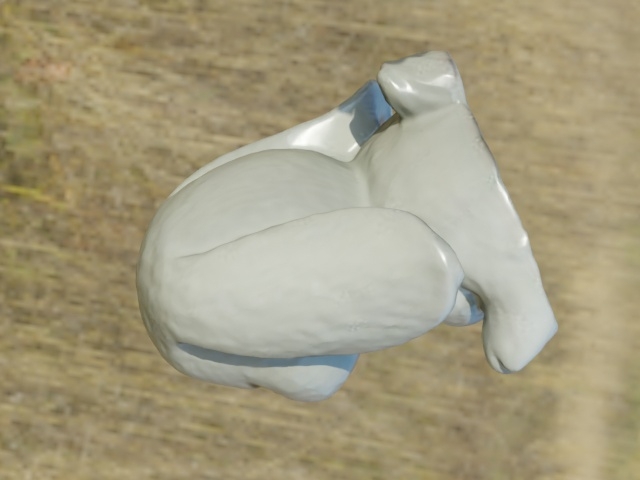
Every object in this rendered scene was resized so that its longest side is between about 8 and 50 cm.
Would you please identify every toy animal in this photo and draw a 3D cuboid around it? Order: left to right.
[{"bbox_3d":[0.000,0.000,1.093,0.271,0.265,0.206,-100,169,-59],"label":"toy animal"}]
